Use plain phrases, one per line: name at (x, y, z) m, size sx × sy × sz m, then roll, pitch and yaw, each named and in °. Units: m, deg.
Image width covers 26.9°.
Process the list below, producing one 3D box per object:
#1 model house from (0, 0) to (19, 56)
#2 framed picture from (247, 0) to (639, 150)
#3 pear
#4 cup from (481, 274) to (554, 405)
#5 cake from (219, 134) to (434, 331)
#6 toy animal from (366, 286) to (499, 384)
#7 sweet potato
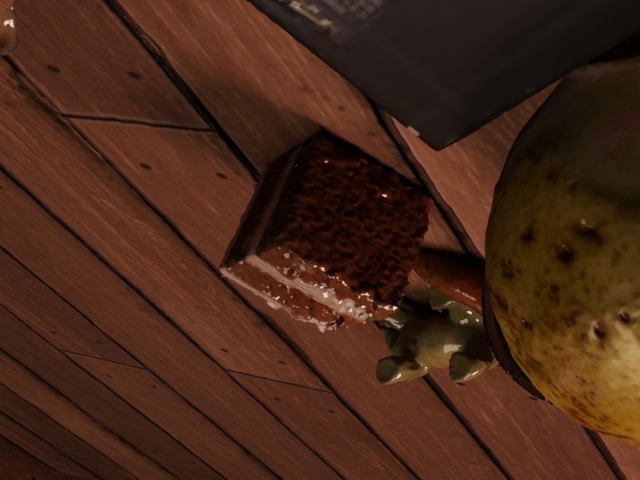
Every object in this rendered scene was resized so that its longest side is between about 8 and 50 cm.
model house at (-0.323, -0.224, 0.954) m, size 0.267 × 0.194 × 0.325 m, roll 15°, pitch 171°, yaw 12°
framed picture at (0.096, -0.187, 0.635) m, size 0.255 × 0.014 × 0.339 m, roll 35°, pitch 133°, yaw -28°
pear at (0.235, 0.000, 0.787) m, size 0.271 × 0.271 × 0.271 m, roll 19°, pitch 158°, yaw 8°
cup at (0.275, 0.087, 1.067) m, size 0.203 × 0.203 × 0.288 m, roll 6°, pitch 161°, yaw 36°
cake at (0.000, 0.000, 1.177) m, size 0.135 × 0.134 × 0.147 m, roll 32°, pitch 150°, yaw -19°
toy animal at (0.116, 0.103, 1.391) m, size 0.101 × 0.103 × 0.219 m, roll 8°, pitch 166°, yaw -39°
sweet potato at (0.198, 0.074, 1.268) m, size 0.255 × 0.058 × 0.078 m, roll 29°, pitch 178°, yaw -6°
